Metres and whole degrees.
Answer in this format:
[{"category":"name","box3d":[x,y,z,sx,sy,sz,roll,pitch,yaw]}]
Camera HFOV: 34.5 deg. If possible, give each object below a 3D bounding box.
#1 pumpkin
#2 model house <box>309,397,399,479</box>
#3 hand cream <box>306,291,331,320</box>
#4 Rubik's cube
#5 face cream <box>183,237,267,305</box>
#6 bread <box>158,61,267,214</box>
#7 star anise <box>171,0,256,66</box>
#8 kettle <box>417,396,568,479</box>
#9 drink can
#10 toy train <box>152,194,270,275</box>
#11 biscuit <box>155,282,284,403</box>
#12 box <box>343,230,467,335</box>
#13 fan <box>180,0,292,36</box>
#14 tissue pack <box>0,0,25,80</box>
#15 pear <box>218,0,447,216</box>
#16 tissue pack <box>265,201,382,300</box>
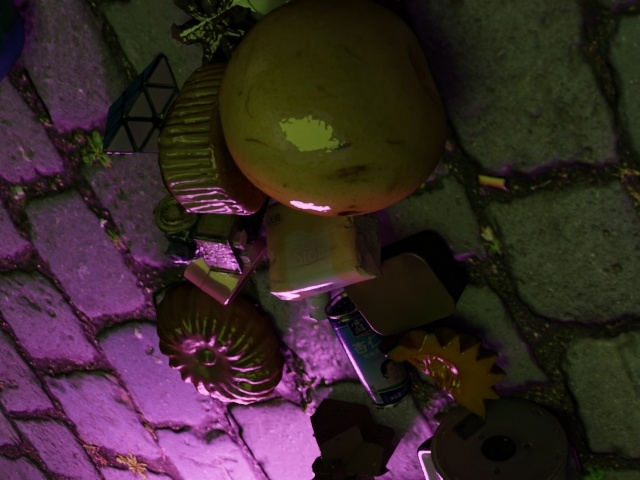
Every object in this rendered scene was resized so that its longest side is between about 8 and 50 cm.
[{"category":"pumpkin","box3d":[0.233,0.208,1.945,0.254,0.149,0.130,33,99,-20]},{"category":"model house","box3d":[0.044,0.484,2.166,0.176,0.248,0.181,4,128,30]},{"category":"hand cream","box3d":[-0.011,0.061,2.004,0.078,0.050,0.205,9,124,30]},{"category":"Rubik's cube","box3d":[-0.294,-0.258,1.932,0.190,0.211,0.178,14,117,-20]},{"category":"face cream","box3d":[-0.184,0.040,2.022,0.104,0.149,0.149,36,136,1]},{"category":"bread","box3d":[-0.154,-0.168,1.717,0.142,0.254,0.227,1,143,31]},{"category":"star anise","box3d":[-0.179,-0.369,1.745,0.196,0.073,0.212,-4,119,32]},{"category":"kettle","box3d":[0.326,0.504,2.035,0.361,0.250,0.377,26,141,42]},{"category":"drink can","box3d":[0.097,0.213,2.022,0.097,0.097,0.235,-9,119,37]},{"category":"toy train","box3d":[-0.190,-0.063,1.878,0.177,0.261,0.134,8,150,16]},{"category":"biscuit","box3d":[-0.231,0.234,2.250,0.325,0.107,0.326,20,134,22]},{"category":"box","box3d":[0.156,0.075,1.875,0.201,0.090,0.144,-25,109,43]},{"category":"fan","box3d":[-0.103,-0.398,1.657,0.310,0.010,0.182,-21,113,23]},{"category":"tissue pack","box3d":[-0.705,-0.349,1.950,0.198,0.287,0.206,36,155,-2]},{"category":"pear","box3d":[0.020,-0.201,1.565,0.348,0.348,0.348,17,132,20]},{"category":"tissue pack","box3d":[0.000,0.000,1.864,0.222,0.090,0.186,-16,71,39]}]
